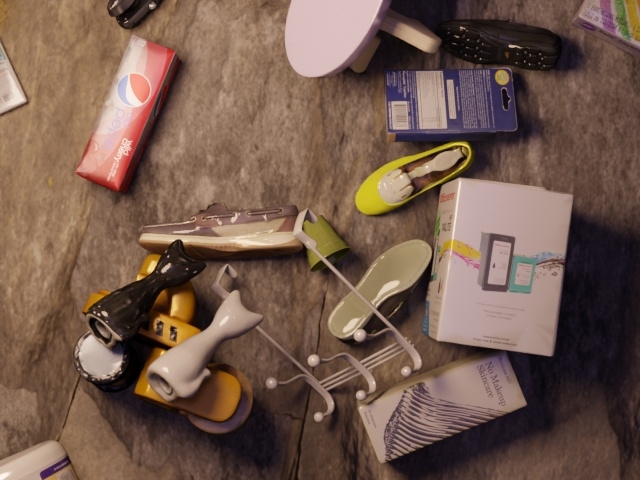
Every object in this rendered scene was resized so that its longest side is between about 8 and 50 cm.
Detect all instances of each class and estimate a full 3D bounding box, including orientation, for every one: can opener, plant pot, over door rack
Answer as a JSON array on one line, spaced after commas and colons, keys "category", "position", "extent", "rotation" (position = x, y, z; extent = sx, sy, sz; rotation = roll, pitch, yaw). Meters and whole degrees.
[{"category": "can opener", "position": [-0.295, -0.447, 1.972], "extent": [0.186, 0.073, 0.059], "rotation": [-44, 81, -10]}, {"category": "plant pot", "position": [0.000, 0.000, 1.957], "extent": [0.083, 0.083, 0.079], "rotation": [-29, 78, -1]}, {"category": "over door rack", "position": [-0.020, 0.143, 1.862], "extent": [0.239, 0.108, 0.324], "rotation": [-32, 100, 37]}]

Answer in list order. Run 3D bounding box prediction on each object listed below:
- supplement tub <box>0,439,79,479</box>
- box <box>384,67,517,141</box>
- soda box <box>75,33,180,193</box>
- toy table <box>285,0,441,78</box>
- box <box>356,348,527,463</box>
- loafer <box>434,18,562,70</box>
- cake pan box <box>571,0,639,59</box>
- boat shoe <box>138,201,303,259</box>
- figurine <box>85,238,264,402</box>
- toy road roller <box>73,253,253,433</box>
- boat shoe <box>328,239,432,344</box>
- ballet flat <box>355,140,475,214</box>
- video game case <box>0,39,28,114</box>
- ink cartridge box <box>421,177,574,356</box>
[{"category": "supplement tub", "position": [-0.478, 0.527, 1.857], "extent": [0.241, 0.241, 0.331], "rotation": [-24, 89, -1]}, {"category": "box", "position": [0.226, -0.238, 1.955], "extent": [0.225, 0.036, 0.136], "rotation": [-1, 63, 1]}, {"category": "soda box", "position": [-0.334, -0.218, 1.948], "extent": [0.083, 0.092, 0.263], "rotation": [22, 89, -1]}, {"category": "toy table", "position": [0.072, -0.397, 1.883], "extent": [0.274, 0.161, 0.252], "rotation": [-48, 64, 31]}, {"category": "box", "position": [0.208, 0.283, 1.938], "extent": [0.275, 0.094, 0.113], "rotation": [-23, 89, 0]}, {"category": "loafer", "position": [0.314, -0.353, 1.971], "extent": [0.223, 0.076, 0.078], "rotation": [12, 46, 10]}, {"category": "cake pan box", "position": [0.607, -0.443, 1.973], "extent": [0.267, 0.070, 0.246], "rotation": [27, 87, 1]}, {"category": "boat shoe", "position": [-0.172, -0.020, 1.946], "extent": [0.285, 0.103, 0.092], "rotation": [-1, 74, 5]}, {"category": "figurine", "position": [-0.223, 0.123, 1.773], "extent": [0.215, 0.092, 0.209], "rotation": [40, 60, 9]}, {"category": "toy road roller", "position": [-0.246, 0.171, 1.892], "extent": [0.329, 0.202, 0.241], "rotation": [23, 77, 1]}, {"category": "boat shoe", "position": [0.109, 0.091, 1.958], "extent": [0.228, 0.069, 0.081], "rotation": [-43, 60, -2]}, {"category": "ballet flat", "position": [0.166, -0.115, 1.956], "extent": [0.231, 0.077, 0.077], "rotation": [-26, 93, -1]}, {"category": "video game case", "position": [-0.654, -0.289, 1.982], "extent": [0.212, 0.023, 0.193], "rotation": [-25, 89, 0]}, {"category": "ink cartridge box", "position": [0.295, 0.043, 1.891], "extent": [0.197, 0.198, 0.270], "rotation": [8, 88, -2]}]
